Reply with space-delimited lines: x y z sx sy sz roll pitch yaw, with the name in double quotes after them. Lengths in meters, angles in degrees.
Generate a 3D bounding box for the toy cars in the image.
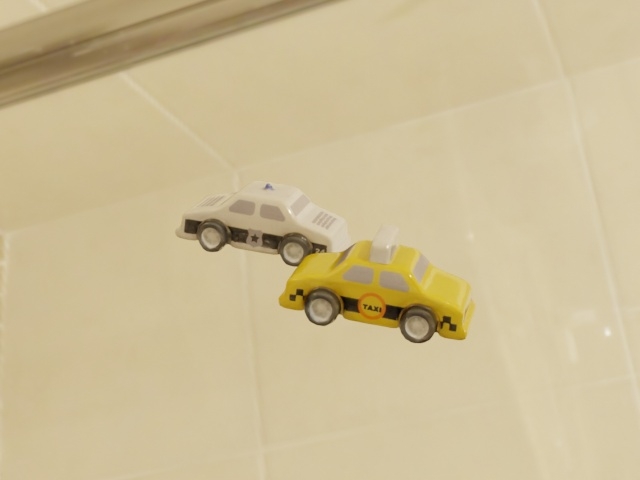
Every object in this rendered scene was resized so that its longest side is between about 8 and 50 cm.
0.000 0.000 1.155 0.177 0.394 0.087 -8 113 -35 "toy cars"
